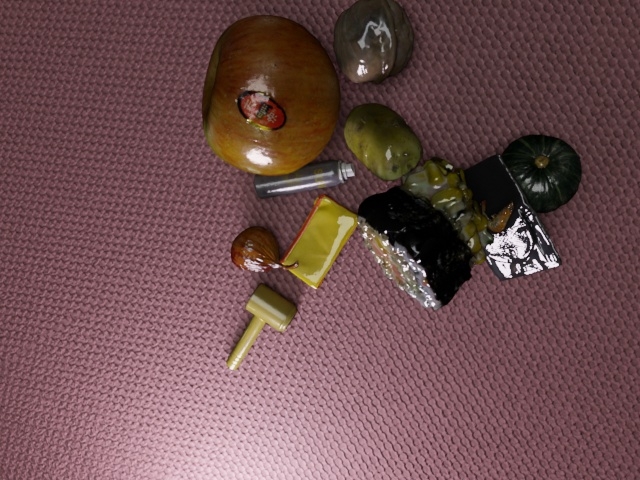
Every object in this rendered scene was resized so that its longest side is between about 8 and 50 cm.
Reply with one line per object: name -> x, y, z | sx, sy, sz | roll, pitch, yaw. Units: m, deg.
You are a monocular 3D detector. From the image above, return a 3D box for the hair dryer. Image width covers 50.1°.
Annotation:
hair dryer -> -0.187, 0.271, 2.002 | 0.134, 0.090, 0.279 | 33, 108, 3

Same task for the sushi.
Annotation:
sushi -> 0.288, -0.019, 1.755 | 0.285, 0.328, 0.329 | -38, 121, -11

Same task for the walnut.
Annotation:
walnut -> 0.139, -0.517, 1.780 | 0.224, 0.224, 0.224 | 1, 97, 11

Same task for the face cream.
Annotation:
face cream -> -0.044, -0.175, 1.917 | 0.283, 0.073, 0.073 | -9, 95, 12

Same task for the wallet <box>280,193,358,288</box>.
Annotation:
wallet -> 0.000, 0.000, 1.939 | 0.141, 0.067, 0.241 | 33, 97, 10

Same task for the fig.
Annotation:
fig -> -0.147, 0.046, 1.922 | 0.201, 0.146, 0.134 | 27, 116, 13

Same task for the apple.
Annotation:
apple -> -0.126, -0.358, 1.759 | 0.333, 0.400, 0.401 | 11, 100, -19

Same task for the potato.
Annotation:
potato -> 0.155, -0.283, 1.776 | 0.160, 0.111, 0.272 | -29, 46, -6

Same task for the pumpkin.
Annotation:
pumpkin -> 0.560, -0.172, 1.758 | 0.211, 0.152, 0.212 | -1, 73, 3

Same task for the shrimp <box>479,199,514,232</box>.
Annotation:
shrimp -> 0.443, -0.074, 1.723 | 0.025, 0.127, 0.091 | -26, 72, -30

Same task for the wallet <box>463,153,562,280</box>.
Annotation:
wallet -> 0.460, -0.047, 1.781 | 0.323, 0.041, 0.247 | 60, 146, -1
